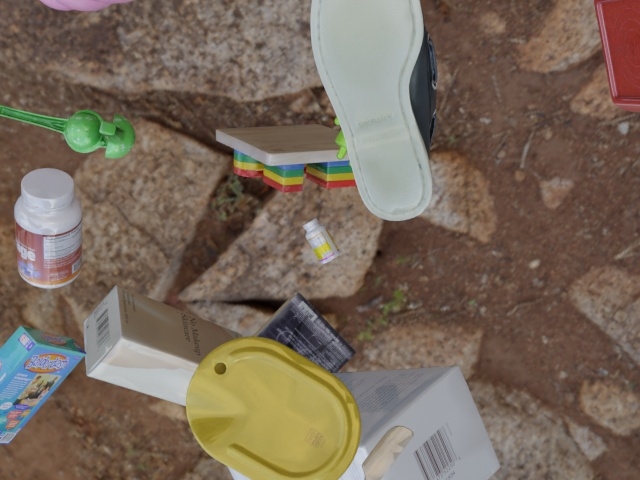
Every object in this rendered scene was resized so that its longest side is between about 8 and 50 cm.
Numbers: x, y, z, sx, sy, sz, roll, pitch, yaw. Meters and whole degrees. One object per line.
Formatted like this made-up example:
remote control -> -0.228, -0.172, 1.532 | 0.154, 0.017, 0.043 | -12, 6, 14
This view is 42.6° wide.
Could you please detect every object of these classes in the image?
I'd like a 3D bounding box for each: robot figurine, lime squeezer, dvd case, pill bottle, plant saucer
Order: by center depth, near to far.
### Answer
lime squeezer -> -0.305, -0.136, 1.034 | 0.310, 0.110, 0.059 | 16, 107, 45
robot figurine -> 0.070, -0.179, 1.367 | 0.101, 0.115, 0.067 | 32, -176, 0
dvd case -> -0.065, 0.221, 1.436 | 0.164, 0.221, 0.018 | 47, 171, -22
plant saucer -> 0.571, -0.345, 1.456 | 0.258, 0.048, 0.259 | -131, 24, -75
pill bottle -> -0.510, -0.024, 1.540 | 0.121, 0.121, 0.216 | 33, 134, 21
pill bottle -> 0.000, 0.000, 1.565 | 0.043, 0.043, 0.083 | -23, 99, 55

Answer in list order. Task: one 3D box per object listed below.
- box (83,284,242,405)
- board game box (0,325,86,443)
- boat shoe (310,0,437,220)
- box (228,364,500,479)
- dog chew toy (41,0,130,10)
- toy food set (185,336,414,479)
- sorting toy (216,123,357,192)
box -> -0.296, 0.222, 1.611 | 0.311, 0.148, 0.121 | 26, 118, -37
board game box -> -0.510, 0.245, 1.364 | 0.047, 0.210, 0.160 | 41, 178, 20
boat shoe -> 0.074, -0.198, 0.957 | 0.127, 0.113, 0.340 | -10, 115, 16
box -> 0.047, 0.313, 1.206 | 0.345, 0.215, 0.168 | -14, 102, 50
dog chew toy -> -0.414, -0.502, 1.452 | 0.332, 0.206, 0.206 | -6, 119, 47
toy food set -> -0.033, 0.185, 0.829 | 0.218, 0.128, 0.071 | 33, 170, -5
sorting toy -> -0.051, -0.171, 1.705 | 0.255, 0.257, 0.089 | 30, 122, 54
